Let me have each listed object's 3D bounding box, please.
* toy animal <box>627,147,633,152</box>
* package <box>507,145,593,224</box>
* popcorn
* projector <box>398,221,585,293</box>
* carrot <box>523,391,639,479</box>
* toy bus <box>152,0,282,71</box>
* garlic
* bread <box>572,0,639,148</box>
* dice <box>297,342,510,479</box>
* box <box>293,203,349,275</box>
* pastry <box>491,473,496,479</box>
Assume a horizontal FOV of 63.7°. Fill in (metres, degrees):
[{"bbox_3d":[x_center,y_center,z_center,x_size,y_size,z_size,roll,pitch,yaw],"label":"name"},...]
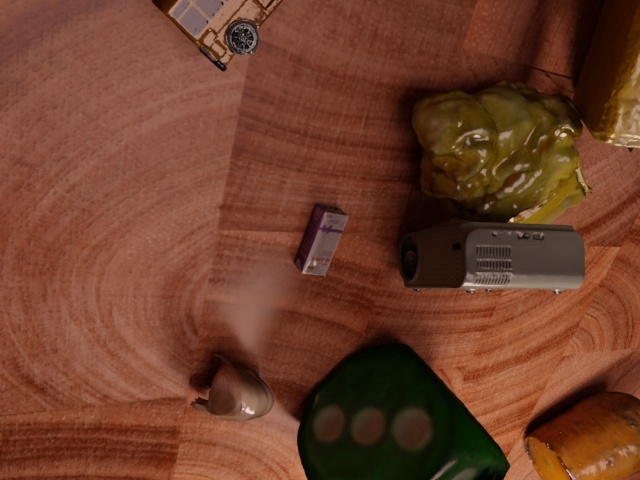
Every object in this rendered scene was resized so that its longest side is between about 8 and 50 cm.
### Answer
[{"bbox_3d":[0.656,-0.223,1.053,0.050,0.028,0.084,-8,122,-13],"label":"toy animal"},{"bbox_3d":[0.401,-0.083,0.970,0.226,0.090,0.168,-40,124,4],"label":"package"},{"bbox_3d":[0.269,-0.131,0.825,0.286,0.173,0.225,-10,126,-24],"label":"popcorn"},{"bbox_3d":[0.262,0.034,0.847,0.199,0.250,0.108,2,86,-13],"label":"projector"},{"bbox_3d":[0.783,0.575,1.468,0.341,0.224,0.224,-23,126,-14],"label":"carrot"},{"bbox_3d":[-0.089,-0.308,0.586,0.201,0.098,0.114,-46,128,6],"label":"toy bus"},{"bbox_3d":[-0.140,0.263,0.890,0.174,0.124,0.099,50,59,-68],"label":"garlic"},{"bbox_3d":[0.494,-0.313,0.752,0.143,0.323,0.332,13,120,14],"label":"bread"},{"bbox_3d":[0.154,0.401,1.003,0.300,0.297,0.287,-44,131,2],"label":"dice"},{"bbox_3d":[0.000,0.000,0.850,0.051,0.036,0.117,10,114,-31],"label":"box"},{"bbox_3d":[0.277,0.566,0.902,0.330,0.136,0.329,-18,133,-21],"label":"pastry"}]
